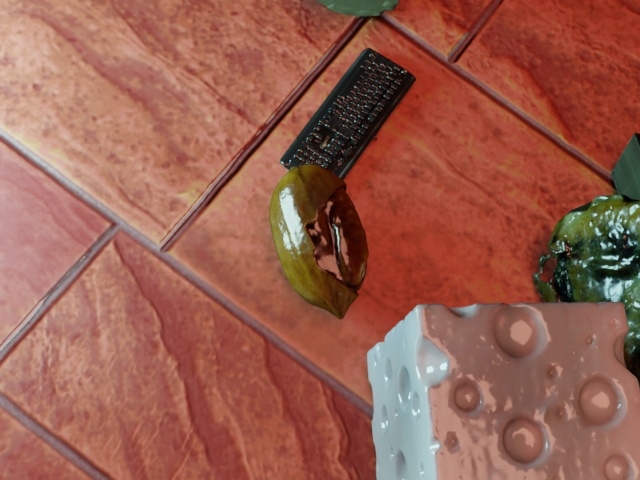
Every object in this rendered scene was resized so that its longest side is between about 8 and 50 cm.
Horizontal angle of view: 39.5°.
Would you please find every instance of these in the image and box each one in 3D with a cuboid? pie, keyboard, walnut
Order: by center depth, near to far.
[{"bbox_3d":[0.379,0.118,1.058,0.078,0.296,0.372,3,72,-29],"label":"pie"},{"bbox_3d":[0.000,0.000,1.119,0.115,0.116,0.207,-10,73,-14],"label":"walnut"},{"bbox_3d":[0.042,-0.168,1.232,0.093,0.025,0.230,32,68,5],"label":"keyboard"}]

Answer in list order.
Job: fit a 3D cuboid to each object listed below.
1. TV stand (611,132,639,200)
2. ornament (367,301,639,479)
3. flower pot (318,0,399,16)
[{"bbox_3d":[0.466,-0.024,1.170,0.088,0.083,0.270,9,45,-8],"label":"TV stand"},{"bbox_3d":[0.201,0.214,1.007,0.239,0.240,0.240,0,70,-11],"label":"ornament"},{"bbox_3d":[0.067,-0.440,1.247,0.212,0.212,0.203,14,76,-5],"label":"flower pot"}]
